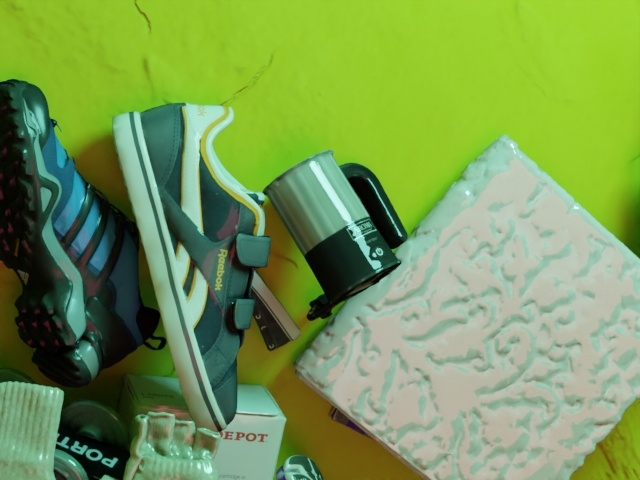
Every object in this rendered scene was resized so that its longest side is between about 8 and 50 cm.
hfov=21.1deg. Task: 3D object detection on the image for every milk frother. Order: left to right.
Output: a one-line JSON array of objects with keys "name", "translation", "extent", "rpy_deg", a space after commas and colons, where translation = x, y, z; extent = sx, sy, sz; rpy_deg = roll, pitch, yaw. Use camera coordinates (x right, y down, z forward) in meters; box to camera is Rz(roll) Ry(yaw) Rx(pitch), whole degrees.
[{"name": "milk frother", "translation": [0.000, 0.000, 1.732], "extent": [0.143, 0.129, 0.134], "rpy_deg": [-35, 81, 28]}]

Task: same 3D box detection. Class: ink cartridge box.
[{"name": "ink cartridge box", "translation": [-0.140, 0.256, 1.779], "extent": [0.160, 0.092, 0.219], "rpy_deg": [7, 106, -19]}]

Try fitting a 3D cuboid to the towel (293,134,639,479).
[{"name": "towel", "translation": [0.192, 0.107, 1.823], "extent": [0.317, 0.053, 0.332], "rpy_deg": [40, 94, -15]}]

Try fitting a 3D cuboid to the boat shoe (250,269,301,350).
[{"name": "boat shoe", "translation": [-0.070, 0.057, 1.753], "extent": [0.040, 0.049, 0.142], "rpy_deg": [-36, 118, -1]}]

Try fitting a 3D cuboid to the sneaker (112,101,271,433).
[{"name": "sneaker", "translation": [-0.103, 0.023, 1.650], "extent": [0.128, 0.126, 0.321], "rpy_deg": [-14, 96, -4]}]

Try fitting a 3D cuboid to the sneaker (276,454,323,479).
[{"name": "sneaker", "translation": [-0.021, 0.286, 1.816], "extent": [0.071, 0.068, 0.170], "rpy_deg": [-21, 146, 1]}]

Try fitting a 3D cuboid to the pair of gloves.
[{"name": "pair of gloves", "translation": [-0.210, 0.242, 1.543], "extent": [0.240, 0.042, 0.204], "rpy_deg": [13, 83, 4]}]

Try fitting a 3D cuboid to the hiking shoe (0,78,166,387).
[{"name": "hiking shoe", "translation": [-0.246, -0.016, 1.657], "extent": [0.132, 0.113, 0.304], "rpy_deg": [-27, 112, -40]}]

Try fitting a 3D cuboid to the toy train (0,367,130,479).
[{"name": "toy train", "translation": [-0.253, 0.256, 1.663], "extent": [0.334, 0.142, 0.190], "rpy_deg": [22, 118, 6]}]

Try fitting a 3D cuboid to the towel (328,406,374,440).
[{"name": "towel", "translation": [0.057, 0.184, 1.860], "extent": [0.083, 0.009, 0.060], "rpy_deg": [29, 100, -25]}]
